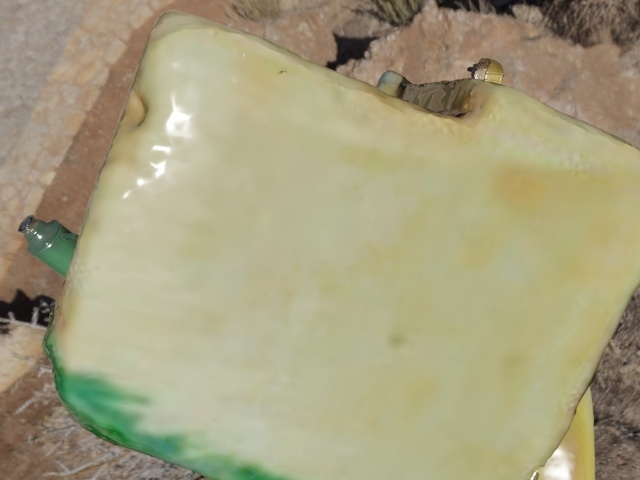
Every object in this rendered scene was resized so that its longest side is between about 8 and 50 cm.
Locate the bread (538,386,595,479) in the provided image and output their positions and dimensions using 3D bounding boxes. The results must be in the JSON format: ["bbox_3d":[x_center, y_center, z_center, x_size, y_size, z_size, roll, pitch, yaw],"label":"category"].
[{"bbox_3d":[0.222,0.195,0.719,0.158,0.156,0.261,-1,40,17],"label":"bread"}]

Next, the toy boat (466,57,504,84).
[{"bbox_3d":[0.276,-0.285,1.101,0.049,0.149,0.047,11,110,3],"label":"toy boat"}]

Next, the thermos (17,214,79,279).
[{"bbox_3d":[-0.426,0.028,1.104,0.083,0.188,0.073,22,70,46],"label":"thermos"}]

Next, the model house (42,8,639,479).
[{"bbox_3d":[0.000,0.000,0.562,0.382,0.342,0.334,21,99,-18],"label":"model house"}]
